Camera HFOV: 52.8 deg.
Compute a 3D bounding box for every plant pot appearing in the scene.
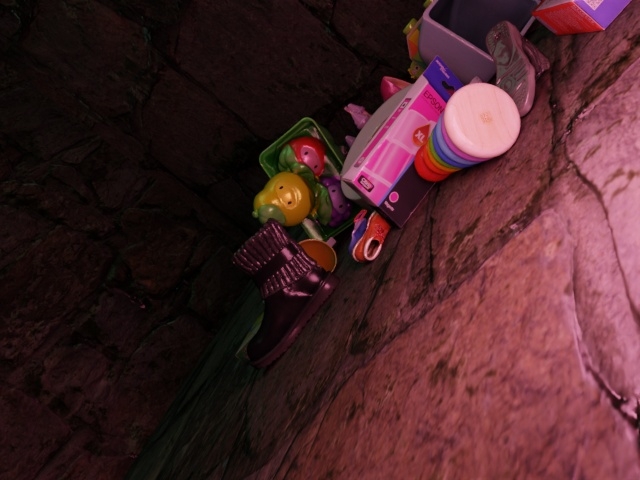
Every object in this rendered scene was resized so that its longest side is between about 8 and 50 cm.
[{"bbox_3d":[-0.024,0.077,1.864,0.134,0.134,0.095,-56,-14,-30],"label":"plant pot"},{"bbox_3d":[0.416,-0.564,1.799,0.247,0.247,0.252,-54,-6,-18],"label":"plant pot"}]

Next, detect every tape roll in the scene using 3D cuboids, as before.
[{"bbox_3d":[0.204,-0.264,1.818,0.392,0.072,0.392,-44,28,31],"label":"tape roll"}]

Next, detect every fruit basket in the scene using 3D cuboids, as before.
[{"bbox_3d":[-0.046,-0.171,2.062,0.283,0.392,0.392,-35,14,27],"label":"fruit basket"}]

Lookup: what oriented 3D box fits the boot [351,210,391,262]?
[{"bbox_3d":[0.137,-0.017,1.532,0.158,0.059,0.084,-61,11,-8],"label":"boot"}]

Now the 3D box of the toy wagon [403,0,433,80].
[{"bbox_3d":[0.386,-0.609,2.046,0.344,0.267,0.068,-44,10,52],"label":"toy wagon"}]

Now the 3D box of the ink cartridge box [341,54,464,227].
[{"bbox_3d":[0.225,-0.227,1.481,0.371,0.175,0.069,-54,26,-7],"label":"ink cartridge box"}]

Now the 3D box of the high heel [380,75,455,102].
[{"bbox_3d":[0.304,-0.453,1.942,0.117,0.244,0.082,78,-166,-44],"label":"high heel"}]

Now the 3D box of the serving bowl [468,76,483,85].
[{"bbox_3d":[0.413,-0.396,1.731,0.083,0.027,0.083,-158,90,-80],"label":"serving bowl"}]

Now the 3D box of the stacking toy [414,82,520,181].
[{"bbox_3d":[0.271,-0.189,1.300,0.141,0.141,0.330,-53,0,-13],"label":"stacking toy"}]

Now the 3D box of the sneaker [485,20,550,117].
[{"bbox_3d":[0.404,-0.322,1.271,0.087,0.130,0.228,-40,41,41],"label":"sneaker"}]

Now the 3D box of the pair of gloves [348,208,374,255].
[{"bbox_3d":[0.129,-0.052,1.624,0.198,0.023,0.159,-50,-24,-30],"label":"pair of gloves"}]

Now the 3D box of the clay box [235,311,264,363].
[{"bbox_3d":[-0.190,0.288,2.100,0.127,0.053,0.222,-47,7,31],"label":"clay box"}]

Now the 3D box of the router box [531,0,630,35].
[{"bbox_3d":[0.585,-0.558,1.237,0.335,0.082,0.301,-50,7,14],"label":"router box"}]

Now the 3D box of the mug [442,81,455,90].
[{"bbox_3d":[0.396,-0.494,2.025,0.157,0.130,0.097,-4,33,30],"label":"mug"}]

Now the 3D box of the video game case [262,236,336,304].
[{"bbox_3d":[-0.072,0.104,2.064,0.204,0.025,0.285,-48,5,-30],"label":"video game case"}]

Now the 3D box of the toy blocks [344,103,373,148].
[{"bbox_3d":[0.200,-0.383,2.129,0.309,0.260,0.288,-50,7,17],"label":"toy blocks"}]

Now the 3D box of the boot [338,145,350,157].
[{"bbox_3d":[0.166,-0.254,2.375,0.178,0.236,0.085,-8,37,8],"label":"boot"}]

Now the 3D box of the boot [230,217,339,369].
[{"bbox_3d":[-0.147,0.140,1.704,0.348,0.260,0.131,-51,7,3],"label":"boot"}]
